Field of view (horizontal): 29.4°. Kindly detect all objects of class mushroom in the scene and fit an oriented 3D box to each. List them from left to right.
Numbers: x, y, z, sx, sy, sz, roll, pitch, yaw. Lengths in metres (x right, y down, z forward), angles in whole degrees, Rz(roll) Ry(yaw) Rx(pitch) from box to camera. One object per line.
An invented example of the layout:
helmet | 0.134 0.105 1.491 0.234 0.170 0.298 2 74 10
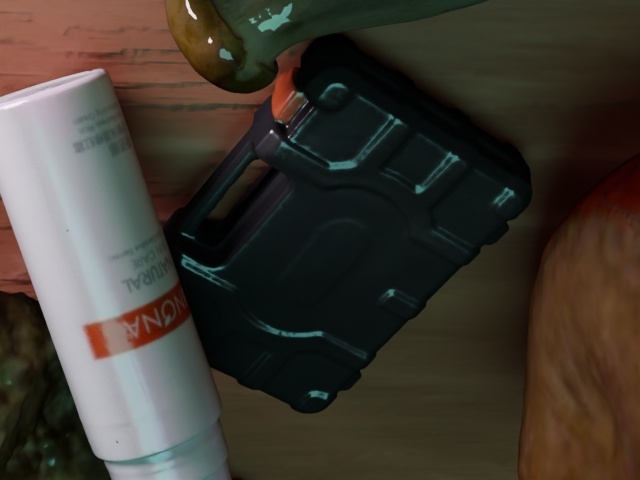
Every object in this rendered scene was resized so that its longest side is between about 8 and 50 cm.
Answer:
mushroom | 0.065 -0.196 0.750 0.350 0.128 0.128 -23 126 15

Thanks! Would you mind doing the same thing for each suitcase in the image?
suitcase | 0.000 0.000 0.929 0.206 0.066 0.285 30 119 -24

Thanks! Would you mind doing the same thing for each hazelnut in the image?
hazelnut | 0.323 0.114 0.865 0.359 0.359 0.409 -2 139 -4

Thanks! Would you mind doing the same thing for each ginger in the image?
ginger | -0.292 0.130 0.923 0.223 0.200 0.269 5 170 27

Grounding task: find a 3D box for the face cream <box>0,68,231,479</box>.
face cream | -0.142 0.057 0.863 0.102 0.102 0.345 -16 105 7

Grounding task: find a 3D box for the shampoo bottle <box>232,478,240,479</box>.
shampoo bottle | -0.087 0.282 1.134 0.067 0.068 0.236 -12 127 7
